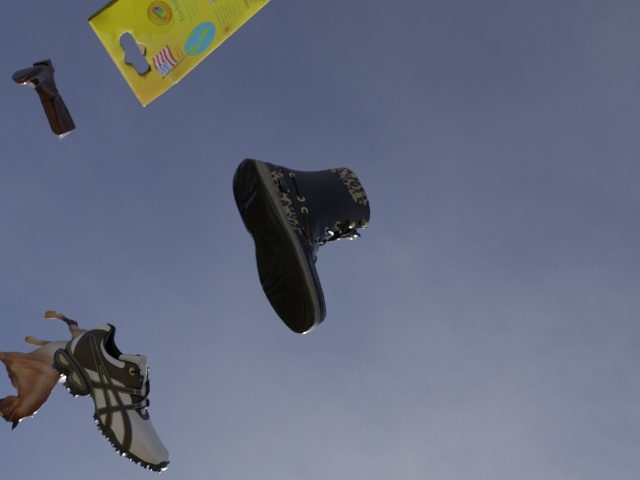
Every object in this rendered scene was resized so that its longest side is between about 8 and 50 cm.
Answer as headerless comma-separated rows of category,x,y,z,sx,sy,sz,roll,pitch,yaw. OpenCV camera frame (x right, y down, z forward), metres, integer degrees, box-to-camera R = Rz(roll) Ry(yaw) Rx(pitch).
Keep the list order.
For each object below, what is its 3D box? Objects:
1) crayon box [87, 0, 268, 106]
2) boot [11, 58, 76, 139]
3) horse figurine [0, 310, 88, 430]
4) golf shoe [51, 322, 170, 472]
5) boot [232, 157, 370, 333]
crayon box,-0.151,-0.335,1.052,0.081,0.318,0.202,43,-11,20
boot,-0.385,-0.191,1.206,0.037,0.106,0.114,-7,-68,13
horse figurine,-0.382,0.165,1.201,0.174,0.263,0.066,20,-73,27
golf shoe,-0.236,0.190,1.044,0.094,0.077,0.198,-40,-94,-3
boot,0.001,-0.002,1.100,0.085,0.178,0.236,-42,-118,43
